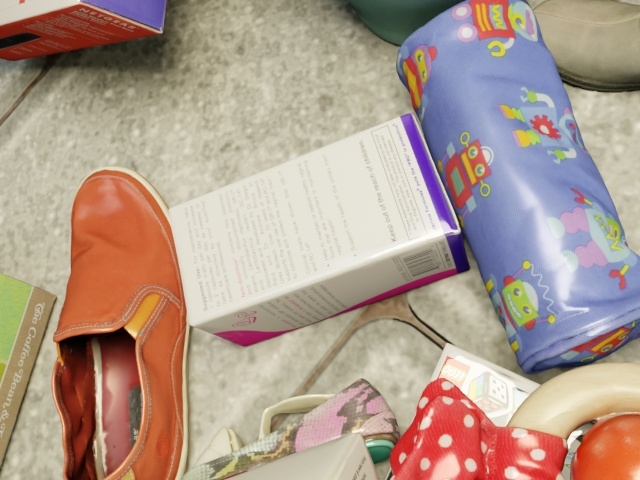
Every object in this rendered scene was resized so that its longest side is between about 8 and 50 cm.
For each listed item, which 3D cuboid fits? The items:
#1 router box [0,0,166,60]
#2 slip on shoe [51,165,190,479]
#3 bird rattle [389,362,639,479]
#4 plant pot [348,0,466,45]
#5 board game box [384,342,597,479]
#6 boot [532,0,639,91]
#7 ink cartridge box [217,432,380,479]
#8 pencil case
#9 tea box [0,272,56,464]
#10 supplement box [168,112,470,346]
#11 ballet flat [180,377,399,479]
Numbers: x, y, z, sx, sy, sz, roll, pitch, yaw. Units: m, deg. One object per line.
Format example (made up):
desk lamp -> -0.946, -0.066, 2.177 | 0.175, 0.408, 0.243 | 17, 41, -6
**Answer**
router box -> -0.251, -0.357, 0.619 | 0.301, 0.082, 0.335 | 9, 92, 41
slip on shoe -> -0.186, 0.074, 0.589 | 0.123, 0.101, 0.331 | -15, 67, 13
bird rattle -> 0.171, 0.169, 0.405 | 0.207, 0.143, 0.253 | -38, 52, -11
plant pot -> 0.087, -0.311, 0.549 | 0.272, 0.255, 0.271 | -5, 71, 16
board game box -> 0.190, 0.224, 0.451 | 0.305, 0.053, 0.193 | 23, 81, 22
boot -> 0.278, -0.178, 0.498 | 0.246, 0.161, 0.083 | 23, 80, 22
ink cartridge box -> -0.019, 0.294, 0.409 | 0.197, 0.114, 0.273 | -23, 85, 14
pencil case -> 0.164, -0.052, 0.516 | 0.133, 0.119, 0.306 | -5, 65, -26
tea box -> -0.483, 0.086, 0.550 | 0.329, 0.323, 0.220 | 6, 74, 19
supplement box -> 0.000, 0.000, 0.551 | 0.220, 0.111, 0.114 | -21, 67, 9
ballet flat -> -0.044, 0.179, 0.533 | 0.221, 0.077, 0.079 | -26, 49, 2
